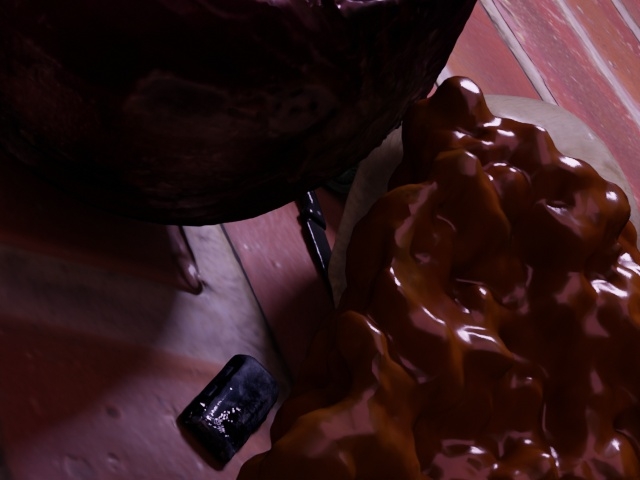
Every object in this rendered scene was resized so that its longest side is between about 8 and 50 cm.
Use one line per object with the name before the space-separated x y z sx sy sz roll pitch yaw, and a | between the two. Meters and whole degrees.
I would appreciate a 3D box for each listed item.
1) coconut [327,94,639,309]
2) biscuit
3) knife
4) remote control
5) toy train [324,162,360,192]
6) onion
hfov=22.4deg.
coconut | 0.110 0.004 1.087 0.224 0.224 0.224 37 27 -22
biscuit | 0.112 0.111 0.877 0.318 0.110 0.312 39 58 -24
knife | 0.000 0.000 1.137 0.023 0.010 0.170 24 34 -41
remote control | -0.048 0.092 0.917 0.039 0.014 0.096 47 25 -1
toy train | 0.047 -0.080 1.213 0.170 0.111 0.071 48 20 1
onion | -0.078 -0.138 0.927 0.282 0.260 0.336 42 42 7
